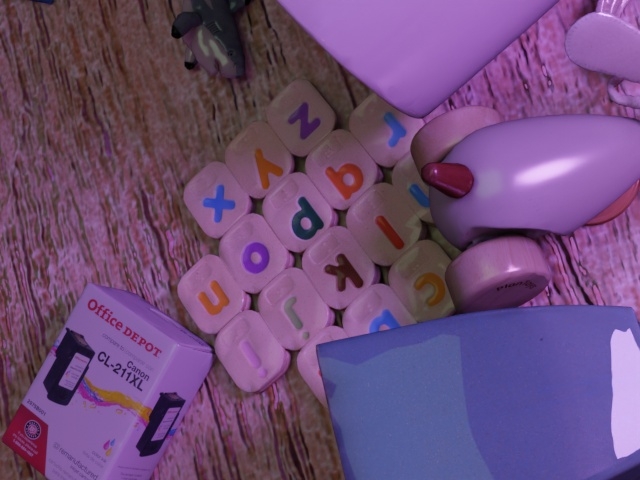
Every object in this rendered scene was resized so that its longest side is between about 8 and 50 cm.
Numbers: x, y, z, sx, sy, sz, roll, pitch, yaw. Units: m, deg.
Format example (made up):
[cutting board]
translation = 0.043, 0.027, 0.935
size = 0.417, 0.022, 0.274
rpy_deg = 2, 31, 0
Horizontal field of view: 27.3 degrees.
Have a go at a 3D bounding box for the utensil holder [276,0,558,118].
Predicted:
[utensil holder]
translation = 0.118, -0.334, 1.035
size = 0.385, 0.327, 0.328
rpy_deg = -42, 63, 14

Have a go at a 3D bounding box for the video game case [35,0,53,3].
[video game case]
translation = -0.341, -0.328, 1.442
size = 0.166, 0.015, 0.119
rpy_deg = 15, 85, 29

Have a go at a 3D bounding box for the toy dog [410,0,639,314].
[toy dog]
translation = 0.202, -0.080, 1.008
size = 0.333, 0.161, 0.220
rpy_deg = -44, 65, 9

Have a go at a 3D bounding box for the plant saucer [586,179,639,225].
[plant saucer]
translation = 0.224, -0.054, 1.093
size = 0.083, 0.013, 0.083
rpy_deg = -7, 75, 26

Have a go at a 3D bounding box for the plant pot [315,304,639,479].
[plant pot]
translation = 0.142, 0.140, 1.006
size = 0.234, 0.166, 0.165
rpy_deg = -17, 71, 10

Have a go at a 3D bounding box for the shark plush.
[shark plush]
translation = -0.097, -0.230, 1.292
size = 0.067, 0.073, 0.161
rpy_deg = 3, 58, 8

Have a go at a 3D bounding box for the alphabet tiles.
[alphabet tiles]
translation = 0.000, 0.000, 1.189
size = 0.284, 0.021, 0.278
rpy_deg = -43, 63, 12

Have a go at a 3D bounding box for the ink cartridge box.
[ink cartridge box]
translation = -0.197, 0.144, 1.226
size = 0.127, 0.072, 0.175
rpy_deg = 30, 93, 30
